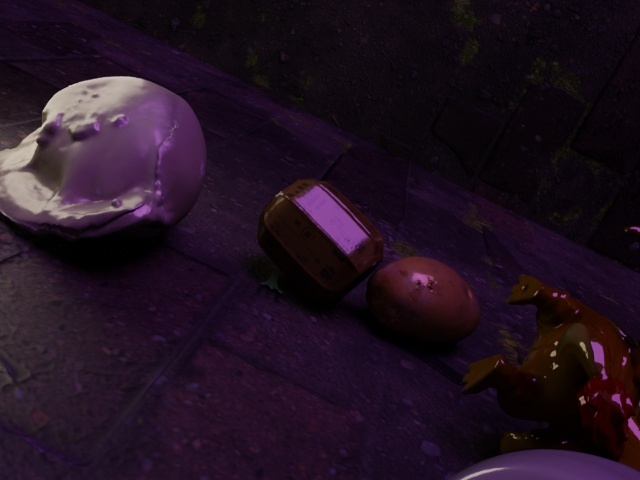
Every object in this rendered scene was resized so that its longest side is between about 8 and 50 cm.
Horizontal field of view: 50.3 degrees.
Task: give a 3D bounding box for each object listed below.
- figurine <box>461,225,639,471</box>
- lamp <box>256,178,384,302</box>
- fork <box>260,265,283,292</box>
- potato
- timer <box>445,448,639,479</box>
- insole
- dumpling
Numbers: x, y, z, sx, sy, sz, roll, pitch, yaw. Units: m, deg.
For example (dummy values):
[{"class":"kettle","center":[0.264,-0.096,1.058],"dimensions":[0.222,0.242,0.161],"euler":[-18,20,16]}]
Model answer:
[{"class":"figurine","center":[0.384,0.236,0.863],"dimensions":[0.387,0.268,0.401],"euler":[39,50,-12]},{"class":"lamp","center":[0.000,0.000,1.093],"dimensions":[0.185,0.161,0.161],"euler":[48,23,12]},{"class":"fork","center":[-0.069,0.045,1.130],"dimensions":[0.039,0.021,0.235],"euler":[28,16,-5]},{"class":"potato","center":[0.180,0.100,1.137],"dimensions":[0.234,0.146,0.150],"euler":[11,52,-44]},{"class":"timer","center":[0.186,0.293,0.446],"dimensions":[0.285,0.285,0.285],"euler":[23,18,-8]},{"class":"insole","center":[0.170,0.184,1.091],"dimensions":[0.153,0.002,0.053],"euler":[34,20,25]},{"class":"dumpling","center":[-0.328,-0.107,1.005],"dimensions":[0.316,0.233,0.395],"euler":[-8,38,-2]}]
